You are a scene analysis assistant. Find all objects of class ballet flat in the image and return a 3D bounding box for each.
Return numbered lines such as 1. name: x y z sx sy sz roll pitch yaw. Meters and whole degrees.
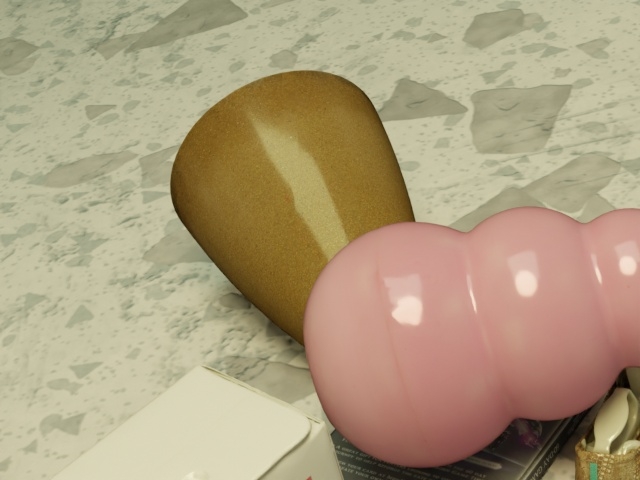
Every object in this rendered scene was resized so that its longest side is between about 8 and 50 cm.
1. ballet flat: 0.268 0.140 1.241 0.073 0.067 0.206 3 36 28

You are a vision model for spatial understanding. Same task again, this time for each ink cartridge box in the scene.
1. ink cartridge box: -0.077 0.271 0.965 0.131 0.306 0.226 19 46 43

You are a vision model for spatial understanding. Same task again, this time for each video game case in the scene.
1. video game case: 0.100 0.185 1.287 0.196 0.026 0.274 11 40 37

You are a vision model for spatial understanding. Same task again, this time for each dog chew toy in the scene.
1. dog chew toy: 0.159 0.065 1.213 0.332 0.206 0.206 -16 31 12

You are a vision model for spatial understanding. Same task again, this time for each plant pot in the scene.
1. plant pot: 0.000 0.000 1.463 0.237 0.237 0.254 -21 47 -9
